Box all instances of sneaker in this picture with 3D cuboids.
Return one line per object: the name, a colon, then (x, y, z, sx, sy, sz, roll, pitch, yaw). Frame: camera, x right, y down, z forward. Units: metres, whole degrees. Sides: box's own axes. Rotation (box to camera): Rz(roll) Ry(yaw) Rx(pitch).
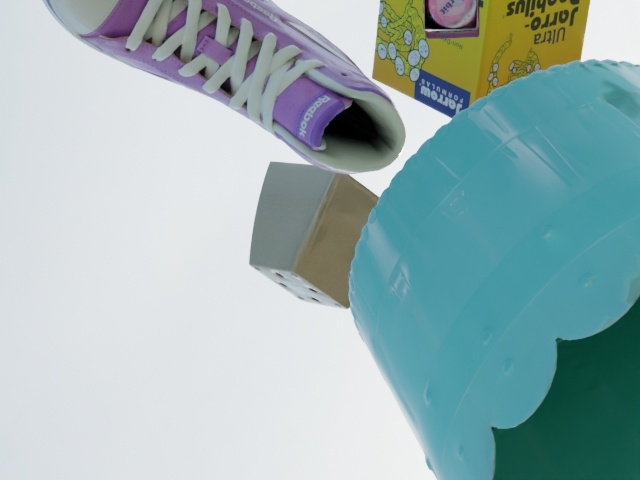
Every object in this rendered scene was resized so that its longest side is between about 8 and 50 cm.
sneaker: (-0.055, -0.131, 1.274, 0.282, 0.161, 0.102, 22, -78, -31)

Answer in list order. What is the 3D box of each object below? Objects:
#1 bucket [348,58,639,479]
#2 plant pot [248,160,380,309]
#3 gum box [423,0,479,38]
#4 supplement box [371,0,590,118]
bucket: (0.162, 0.047, 1.017, 0.281, 0.183, 0.281, -18, -43, -18)
plant pot: (0.000, 0.000, 1.616, 0.109, 0.109, 0.096, 36, -106, -33)
gum box: (0.144, -0.323, 2.028, 0.107, 0.062, 0.188, -11, -80, -84)
supplement box: (0.209, -0.349, 2.258, 0.195, 0.194, 0.357, -18, -55, -37)
